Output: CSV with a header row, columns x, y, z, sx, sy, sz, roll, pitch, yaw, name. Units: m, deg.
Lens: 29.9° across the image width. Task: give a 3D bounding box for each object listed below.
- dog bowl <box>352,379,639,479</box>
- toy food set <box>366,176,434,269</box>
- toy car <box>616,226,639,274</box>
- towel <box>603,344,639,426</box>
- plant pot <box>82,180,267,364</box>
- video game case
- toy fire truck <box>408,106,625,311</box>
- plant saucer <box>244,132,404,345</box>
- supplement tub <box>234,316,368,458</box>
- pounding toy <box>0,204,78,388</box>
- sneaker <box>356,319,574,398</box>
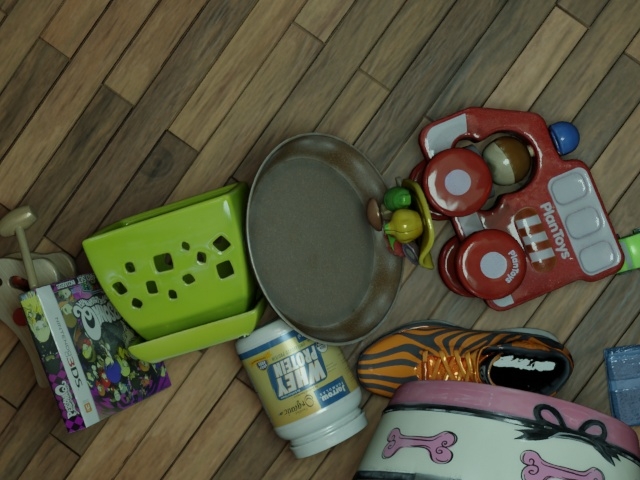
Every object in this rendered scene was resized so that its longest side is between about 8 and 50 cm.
x,y,z,sx,sy,sz,roll,pitch,yaw,name
0.256,0.308,1.650,0.408,0.408,0.150,11,74,5,dog bowl
0.110,-0.021,1.728,0.071,0.218,0.128,-13,98,-5,toy food set
0.523,-0.001,1.770,0.225,0.053,0.239,-19,90,5,toy car
0.466,0.218,1.795,0.067,0.029,0.119,-8,90,6,towel
-0.193,0.049,1.758,0.227,0.228,0.207,-17,96,6,plant pot
-0.327,0.151,1.767,0.042,0.232,0.210,-20,89,26,video game case
0.279,-0.055,1.742,0.254,0.169,0.302,-22,90,-5,toy fire truck
0.000,0.000,1.736,0.050,0.311,0.310,-14,91,45,plant saucer
-0.026,0.208,1.782,0.144,0.144,0.199,-26,89,6,supplement tub
-0.455,0.095,1.809,0.154,0.155,0.269,-21,93,14,pounding toy
0.208,0.180,1.742,0.321,0.180,0.124,-7,91,5,sneaker
